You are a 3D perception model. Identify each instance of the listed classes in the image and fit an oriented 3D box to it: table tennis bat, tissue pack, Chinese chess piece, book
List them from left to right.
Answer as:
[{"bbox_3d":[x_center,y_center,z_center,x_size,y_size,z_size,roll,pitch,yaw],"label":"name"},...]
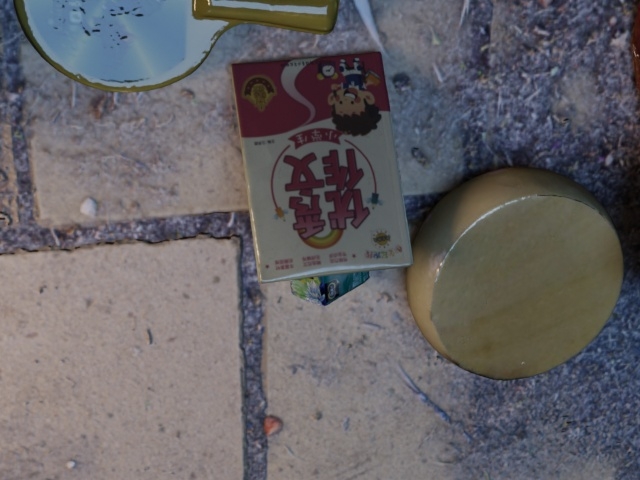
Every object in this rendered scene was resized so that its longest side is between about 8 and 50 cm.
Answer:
[{"bbox_3d":[-0.139,-0.241,1.140,0.321,0.050,0.198,3,111,-10],"label":"table tennis bat"},{"bbox_3d":[-0.001,-0.001,1.261,0.085,0.079,0.111,-30,125,-40],"label":"tissue pack"},{"bbox_3d":[0.001,-0.078,1.189,0.162,0.022,0.231,-6,81,-10],"label":"book"},{"bbox_3d":[0.220,0.037,1.317,0.251,0.097,0.250,-6,115,-12],"label":"Chinese chess piece"}]

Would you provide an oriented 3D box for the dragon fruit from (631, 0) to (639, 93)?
[{"bbox_3d":[0.500,-0.172,1.200,0.330,0.240,0.302,3,146,3],"label":"dragon fruit"}]
